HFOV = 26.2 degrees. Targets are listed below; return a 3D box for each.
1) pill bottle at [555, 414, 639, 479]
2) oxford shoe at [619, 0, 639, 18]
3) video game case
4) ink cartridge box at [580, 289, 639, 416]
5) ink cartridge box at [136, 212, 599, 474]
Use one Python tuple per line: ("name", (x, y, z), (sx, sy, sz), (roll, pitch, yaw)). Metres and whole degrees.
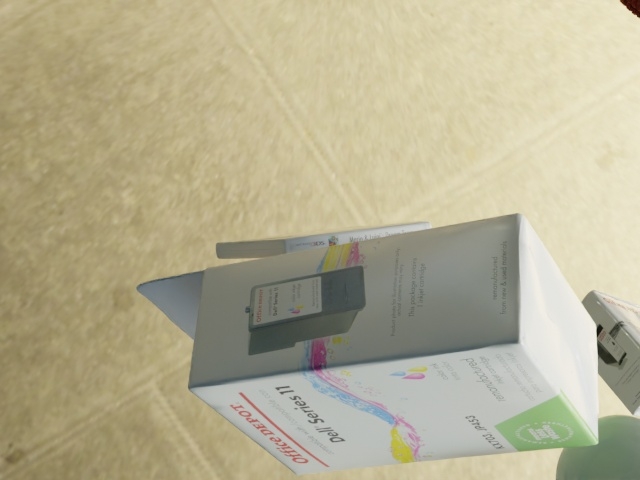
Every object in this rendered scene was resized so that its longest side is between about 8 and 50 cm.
("pill bottle", (0.291, 0.224, 1.234), (0.112, 0.187, 0.112), (-8, 72, 26))
("oxford shoe", (0.290, -0.265, 1.224), (0.271, 0.098, 0.097), (34, 130, 27))
("video game case", (0.000, 0.000, 1.232), (0.143, 0.157, 0.019), (-7, 92, -26))
("ink cartridge box", (0.323, 0.121, 1.397), (0.099, 0.135, 0.056), (18, 116, -40))
("ink cartridge box", (0.033, 0.101, 1.147), (0.353, 0.119, 0.207), (-10, 146, 25))
